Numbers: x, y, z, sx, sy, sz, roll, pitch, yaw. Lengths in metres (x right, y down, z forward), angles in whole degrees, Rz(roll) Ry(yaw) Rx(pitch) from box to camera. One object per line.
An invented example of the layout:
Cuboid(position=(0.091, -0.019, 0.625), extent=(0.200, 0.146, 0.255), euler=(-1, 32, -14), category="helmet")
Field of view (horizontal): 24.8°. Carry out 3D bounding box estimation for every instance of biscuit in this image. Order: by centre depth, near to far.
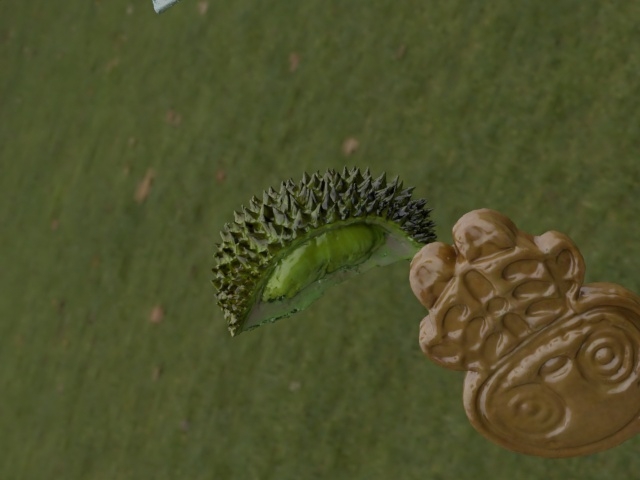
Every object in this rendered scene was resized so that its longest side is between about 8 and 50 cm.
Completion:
Cuboid(position=(0.203, 0.093, 1.350), extent=(0.202, 0.289, 0.044), euler=(-33, 26, 16), category="biscuit")

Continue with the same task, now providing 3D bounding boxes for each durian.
Cuboid(position=(0.000, 0.000, 2.000), extent=(0.158, 0.351, 0.169), euler=(31, 137, 55), category="durian")

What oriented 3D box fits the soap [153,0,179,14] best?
Cuboid(position=(-0.167, -0.396, 2.057), extent=(0.114, 0.063, 0.198), euler=(-47, 17, -31), category="soap")
